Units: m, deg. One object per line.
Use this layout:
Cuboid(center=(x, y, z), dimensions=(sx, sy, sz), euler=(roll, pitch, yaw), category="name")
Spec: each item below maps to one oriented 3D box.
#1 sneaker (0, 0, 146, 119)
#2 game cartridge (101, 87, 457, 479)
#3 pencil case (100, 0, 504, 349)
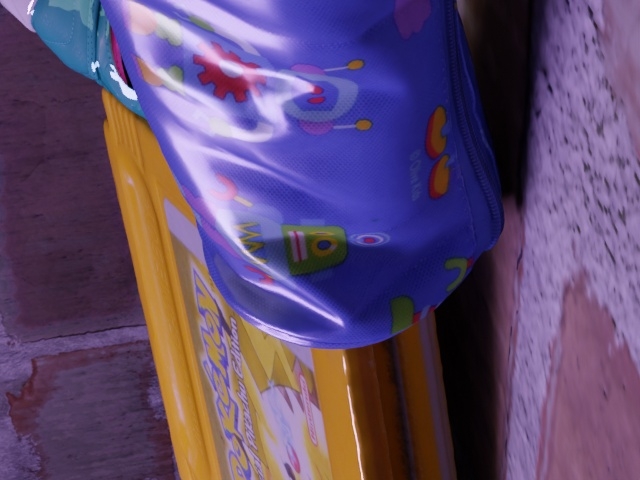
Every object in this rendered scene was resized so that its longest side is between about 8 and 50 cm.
Cuboid(center=(-0.017, -0.148, 0.800), dimensions=(0.178, 0.124, 0.295), euler=(45, 130, 5), category="sneaker")
Cuboid(center=(-0.024, 0.083, 0.928), dimensions=(0.323, 0.052, 0.285), euler=(37, 142, 55), category="game cartridge")
Cuboid(center=(-0.004, -0.078, 0.606), dimensions=(0.119, 0.133, 0.306), euler=(-61, -22, -25), category="pencil case")
